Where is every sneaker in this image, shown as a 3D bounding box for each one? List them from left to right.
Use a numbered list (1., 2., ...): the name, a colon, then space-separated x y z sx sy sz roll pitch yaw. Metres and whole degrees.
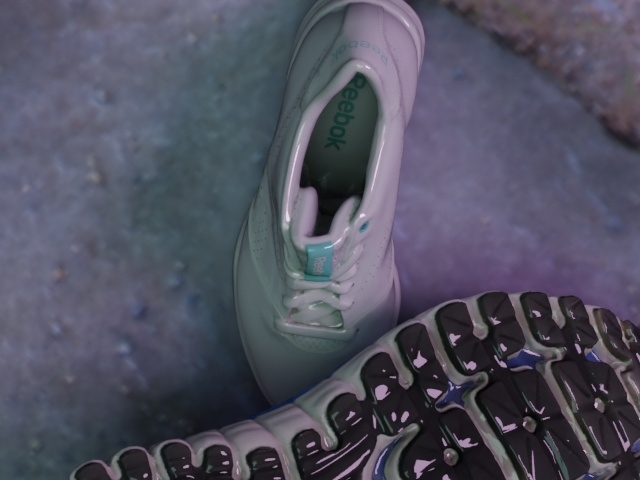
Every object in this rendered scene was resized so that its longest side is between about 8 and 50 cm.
1. sneaker: 0.000 0.000 0.857 0.080 0.094 0.212 6 116 1
2. sneaker: 0.009 0.114 0.864 0.330 0.147 0.129 -14 80 -18
